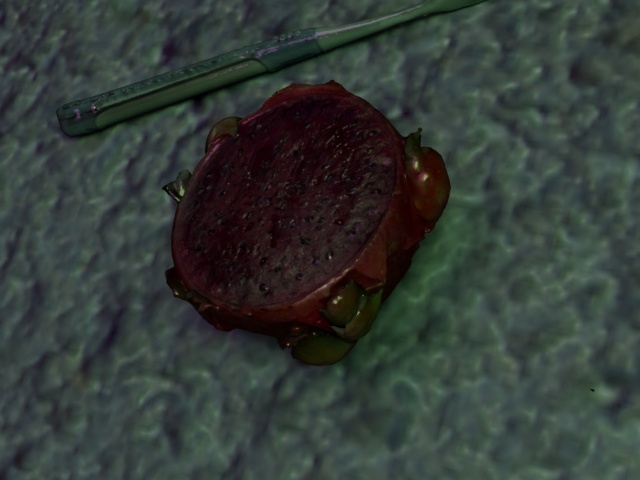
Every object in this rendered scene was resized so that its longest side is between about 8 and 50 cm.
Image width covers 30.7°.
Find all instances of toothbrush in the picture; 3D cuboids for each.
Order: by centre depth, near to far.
[{"bbox_3d":[-0.021,-0.085,0.517,0.219,0.016,0.019,-17,63,18],"label":"toothbrush"}]

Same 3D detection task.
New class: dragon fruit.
[{"bbox_3d":[-0.001,-0.004,0.451,0.126,0.068,0.112,14,65,41],"label":"dragon fruit"}]
